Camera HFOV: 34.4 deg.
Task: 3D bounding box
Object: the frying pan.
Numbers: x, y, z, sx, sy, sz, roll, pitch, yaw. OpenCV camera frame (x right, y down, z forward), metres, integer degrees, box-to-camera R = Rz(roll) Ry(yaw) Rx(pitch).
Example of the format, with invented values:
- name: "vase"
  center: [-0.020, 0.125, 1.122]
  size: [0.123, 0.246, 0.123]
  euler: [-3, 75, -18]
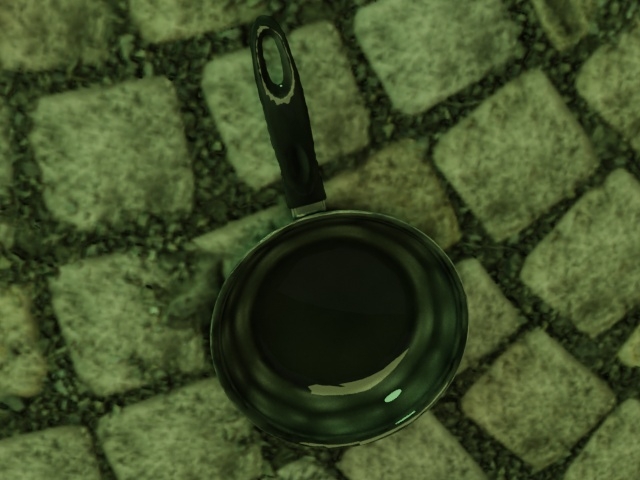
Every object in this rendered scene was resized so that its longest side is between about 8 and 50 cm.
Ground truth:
- name: "frying pan"
  center: [-0.023, 0.019, 0.762]
  size: [0.197, 0.053, 0.326]
  euler: [-36, 111, 5]
